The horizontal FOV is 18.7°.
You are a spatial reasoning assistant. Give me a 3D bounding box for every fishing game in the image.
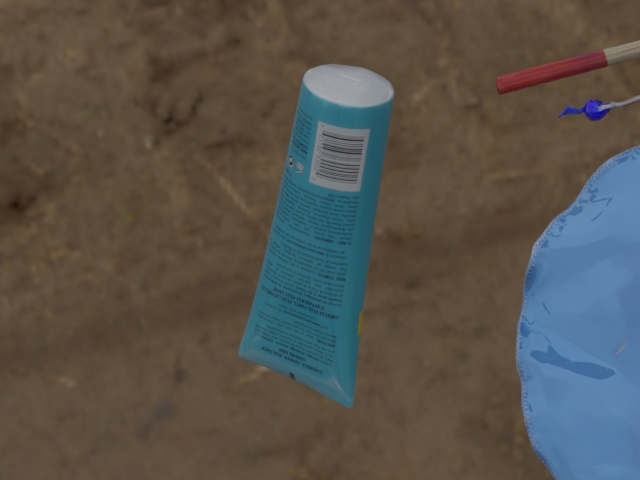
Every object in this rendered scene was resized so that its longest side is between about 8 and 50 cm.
[{"bbox_3d":[0.169,0.041,0.754,0.189,0.041,0.264,-16,80,4],"label":"fishing game"}]

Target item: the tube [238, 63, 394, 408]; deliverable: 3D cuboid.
[{"bbox_3d":[0.000,0.000,1.139,0.080,0.207,0.052,25,33,24],"label":"tube"}]
